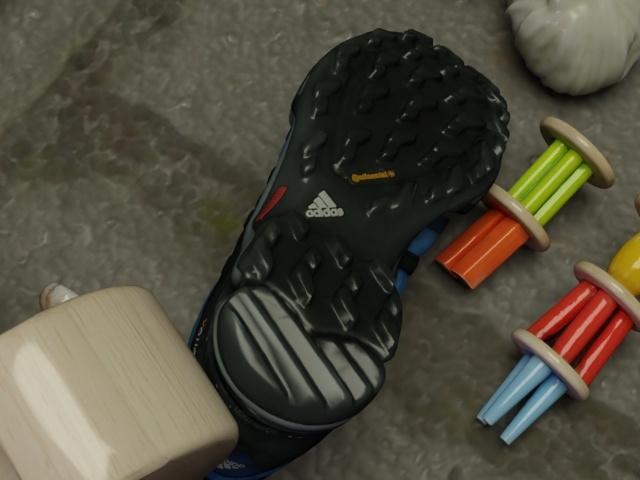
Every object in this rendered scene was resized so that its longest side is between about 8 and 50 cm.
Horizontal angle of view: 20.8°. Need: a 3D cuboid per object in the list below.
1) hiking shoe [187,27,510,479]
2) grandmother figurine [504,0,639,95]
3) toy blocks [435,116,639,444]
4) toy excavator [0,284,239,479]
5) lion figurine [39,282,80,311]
[{"bbox_3d":[0.000,0.000,0.895,0.113,0.132,0.304,37,43,-3],"label":"hiking shoe"},{"bbox_3d":[0.095,-0.238,1.027,0.207,0.104,0.342,-31,72,12],"label":"grandmother figurine"},{"bbox_3d":[0.114,0.023,0.925,0.123,0.054,0.148,41,82,23],"label":"toy blocks"},{"bbox_3d":[-0.295,0.190,0.705,0.445,0.433,0.222,-20,72,-53],"label":"toy excavator"},{"bbox_3d":[-0.293,0.046,0.841,0.392,0.142,0.240,30,74,5],"label":"lion figurine"}]
